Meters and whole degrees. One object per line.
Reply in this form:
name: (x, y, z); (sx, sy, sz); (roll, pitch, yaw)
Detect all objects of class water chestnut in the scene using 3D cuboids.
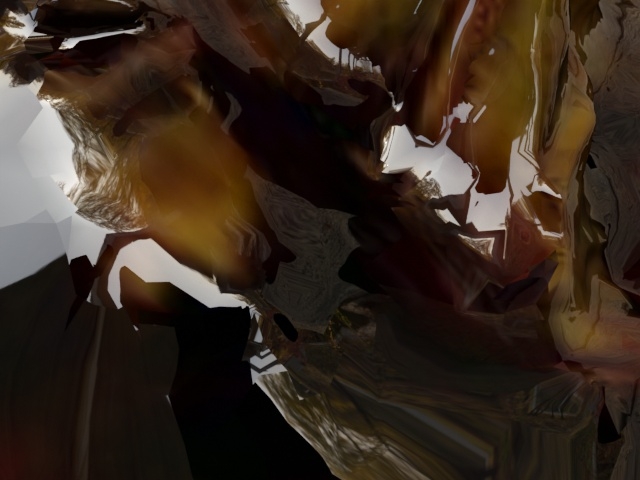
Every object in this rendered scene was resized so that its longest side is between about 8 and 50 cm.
water chestnut: (0.000, 0.000, 0.447); (0.335, 0.335, 0.347); (41, 137, 26)
